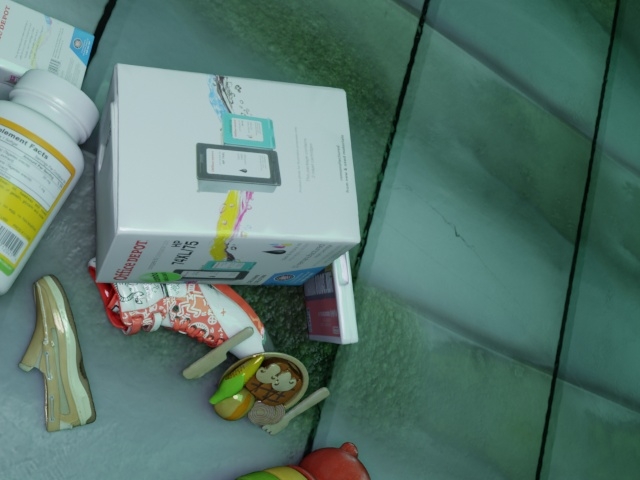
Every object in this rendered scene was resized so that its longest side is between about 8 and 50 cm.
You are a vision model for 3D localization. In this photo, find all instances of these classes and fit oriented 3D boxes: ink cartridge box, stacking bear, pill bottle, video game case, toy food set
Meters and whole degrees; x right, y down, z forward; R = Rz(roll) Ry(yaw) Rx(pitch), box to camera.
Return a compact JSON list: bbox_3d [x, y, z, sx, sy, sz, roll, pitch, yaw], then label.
[{"bbox_3d":[-0.122,-0.064,0.904,0.270,0.198,0.197,2,71,-22],"label":"ink cartridge box"},{"bbox_3d":[-0.359,-0.235,0.951,0.122,0.052,0.088,19,72,-32],"label":"ink cartridge box"},{"bbox_3d":[-0.053,0.371,1.012,0.289,0.164,0.175,-19,94,-39],"label":"stacking bear"},{"bbox_3d":[-0.360,-0.072,0.875,0.136,0.136,0.245,36,65,-25],"label":"pill bottle"},{"bbox_3d":[0.000,0.000,1.070,0.025,0.204,0.285,-5,85,-14],"label":"video game case"},{"bbox_3d":[-0.078,0.203,1.019,0.192,0.132,0.038,43,16,-35],"label":"toy food set"}]

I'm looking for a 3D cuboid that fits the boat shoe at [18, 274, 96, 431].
[{"bbox_3d":[-0.326,0.138,0.913,0.072,0.068,0.190,-14,91,-23],"label":"boat shoe"}]

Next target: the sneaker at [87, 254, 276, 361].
[{"bbox_3d":[-0.185,0.097,0.998,0.145,0.090,0.270,-42,103,-30],"label":"sneaker"}]
